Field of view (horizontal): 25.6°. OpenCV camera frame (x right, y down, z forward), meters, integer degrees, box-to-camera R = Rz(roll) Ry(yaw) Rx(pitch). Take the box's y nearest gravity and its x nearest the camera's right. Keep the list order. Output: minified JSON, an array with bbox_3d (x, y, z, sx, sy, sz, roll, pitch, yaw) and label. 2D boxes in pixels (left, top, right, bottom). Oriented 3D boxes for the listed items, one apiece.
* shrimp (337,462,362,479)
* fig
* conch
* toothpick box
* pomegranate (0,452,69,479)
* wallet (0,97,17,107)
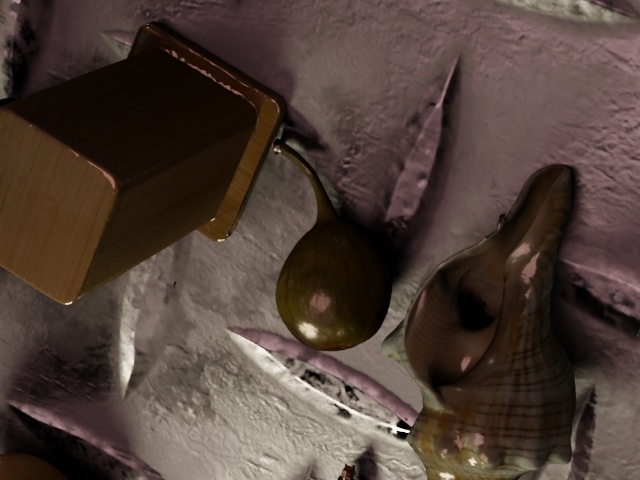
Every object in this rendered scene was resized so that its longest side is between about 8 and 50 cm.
[{"bbox_3d":[0.064,0.334,1.564,0.124,0.034,0.178,10,112,20],"label":"shrimp"},{"bbox_3d":[0.000,0.000,1.465,0.124,0.124,0.236,-23,71,30],"label":"fig"},{"bbox_3d":[0.161,0.119,1.388,0.203,0.169,0.386,13,77,-1],"label":"conch"},{"bbox_3d":[-0.201,-0.076,1.408,0.190,0.308,0.187,33,118,12],"label":"toothpick box"},{"bbox_3d":[-0.378,0.362,1.699,0.207,0.207,0.207,8,109,24],"label":"pomegranate"},{"bbox_3d":[-0.340,-0.089,1.520,0.039,0.243,0.133,-17,97,3],"label":"wallet"}]
